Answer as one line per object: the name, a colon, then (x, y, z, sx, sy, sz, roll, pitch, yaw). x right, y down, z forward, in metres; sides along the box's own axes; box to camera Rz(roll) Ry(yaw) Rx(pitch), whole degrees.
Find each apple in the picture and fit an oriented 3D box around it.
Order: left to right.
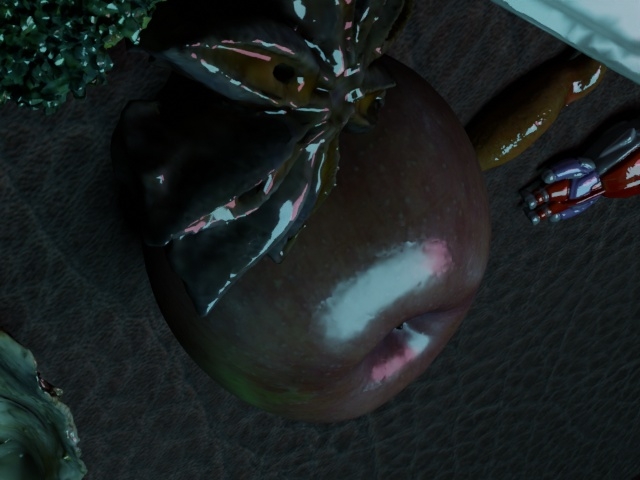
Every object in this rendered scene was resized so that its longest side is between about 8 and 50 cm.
apple: (0.000, 0.000, 1.310, 0.305, 0.235, 0.306, -30, 154, -16)

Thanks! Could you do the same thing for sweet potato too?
sweet potato: (0.202, -0.122, 1.603, 0.202, 0.058, 0.055, -38, 135, -1)

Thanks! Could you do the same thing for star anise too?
star anise: (-0.033, -0.110, 1.044, 0.332, 0.117, 0.332, -56, 157, -38)

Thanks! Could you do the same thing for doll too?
doll: (0.328, -0.082, 1.825, 0.227, 0.075, 0.102, -27, 145, -3)

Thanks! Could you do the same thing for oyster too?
oyster: (-0.304, 0.175, 1.383, 0.204, 0.111, 0.396, -15, 152, -9)

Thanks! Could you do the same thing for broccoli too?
broccoli: (-0.160, -0.177, 0.926, 0.194, 0.194, 0.220, 2, 110, -56)

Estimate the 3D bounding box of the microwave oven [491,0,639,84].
microwave oven: (0.227, -0.291, 1.133, 0.237, 0.181, 0.295, 23, 117, -33)
